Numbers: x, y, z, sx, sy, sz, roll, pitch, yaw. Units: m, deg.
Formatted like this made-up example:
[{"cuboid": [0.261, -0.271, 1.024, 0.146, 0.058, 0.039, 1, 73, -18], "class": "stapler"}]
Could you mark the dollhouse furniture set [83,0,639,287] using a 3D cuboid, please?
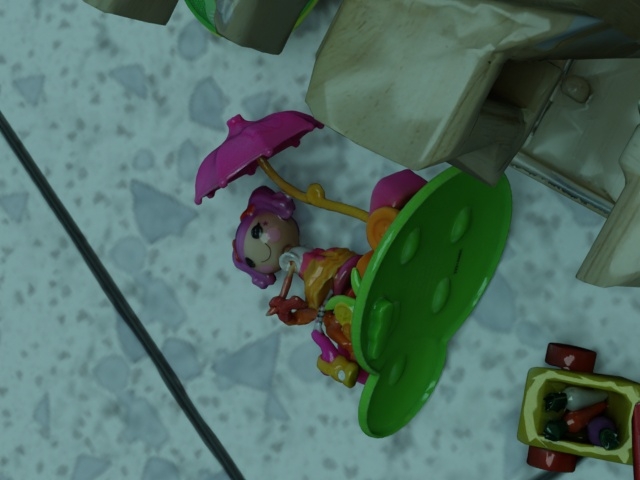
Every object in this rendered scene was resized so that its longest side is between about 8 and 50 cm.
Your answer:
[{"cuboid": [0.119, -0.148, 0.865, 0.362, 0.394, 0.256, 30, 99, 16], "class": "dollhouse furniture set"}]

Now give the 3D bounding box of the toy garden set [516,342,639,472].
[{"cuboid": [0.195, 0.175, 1.021, 0.244, 0.049, 0.203, 12, 94, 18], "class": "toy garden set"}]

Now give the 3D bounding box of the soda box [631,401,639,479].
[{"cuboid": [0.286, 0.119, 0.945, 0.263, 0.083, 0.092, -4, 81, 9], "class": "soda box"}]

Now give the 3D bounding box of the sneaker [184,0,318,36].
[{"cuboid": [-0.032, -0.255, 1.059, 0.109, 0.123, 0.295, 13, 95, 18], "class": "sneaker"}]

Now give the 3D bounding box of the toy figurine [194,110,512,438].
[{"cuboid": [0.000, 0.000, 1.074, 0.159, 0.130, 0.173, 31, 125, 30], "class": "toy figurine"}]
